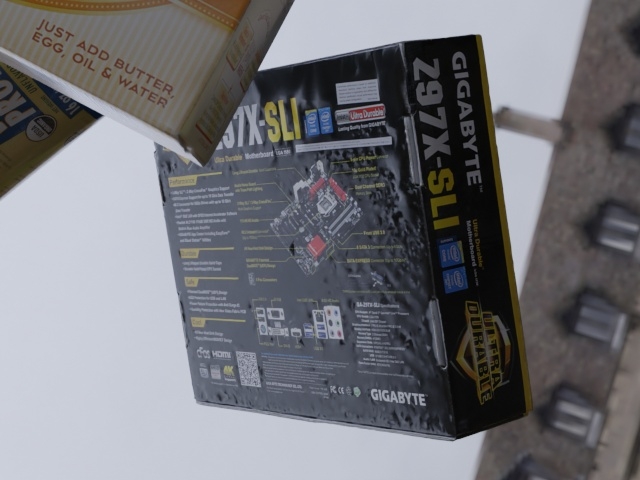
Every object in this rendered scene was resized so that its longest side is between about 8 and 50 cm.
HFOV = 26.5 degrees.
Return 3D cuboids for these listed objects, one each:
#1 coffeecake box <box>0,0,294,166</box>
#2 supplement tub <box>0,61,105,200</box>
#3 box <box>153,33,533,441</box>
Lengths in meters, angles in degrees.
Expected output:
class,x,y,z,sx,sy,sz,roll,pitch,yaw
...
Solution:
class,x,y,z,sx,sy,sz,roll,pitch,yaw
coffeecake box,-0.055,-0.138,0.392,0.185,0.142,0.068,-62,-3,-3
supplement tub,-0.250,-0.096,0.942,0.200,0.144,0.144,-39,-25,1
box,0.000,0.000,0.987,0.079,0.322,0.257,-10,-85,-37
